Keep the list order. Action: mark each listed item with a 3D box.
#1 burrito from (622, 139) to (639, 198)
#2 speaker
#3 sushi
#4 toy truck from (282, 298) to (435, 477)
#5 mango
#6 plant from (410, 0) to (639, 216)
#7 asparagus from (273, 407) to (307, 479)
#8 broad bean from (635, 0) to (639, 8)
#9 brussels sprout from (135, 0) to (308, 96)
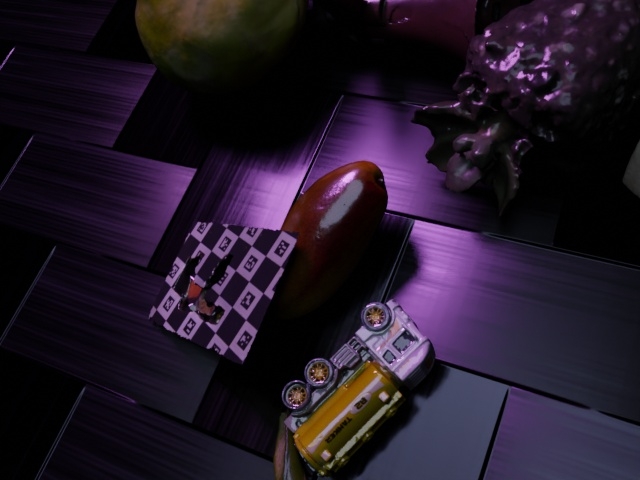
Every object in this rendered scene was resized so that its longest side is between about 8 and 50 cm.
[{"bbox_3d":[0.466,-0.153,0.907,0.060,0.087,0.225,16,99,-13],"label":"burrito"},{"bbox_3d":[0.120,-0.345,1.080,0.330,0.198,0.259,8,36,26],"label":"speaker"},{"bbox_3d":[-0.141,0.072,1.015,0.280,0.043,0.192,7,69,48],"label":"sushi"},{"bbox_3d":[0.051,0.191,0.890,0.227,0.098,0.114,-45,63,-5],"label":"toy truck"},{"bbox_3d":[0.000,0.000,0.990,0.133,0.111,0.267,38,95,28],"label":"mango"},{"bbox_3d":[0.286,-0.188,0.941,0.312,0.213,0.215,-37,61,-5],"label":"plant"},{"bbox_3d":[-0.039,0.306,0.890,0.045,0.041,0.178,-24,57,13],"label":"asparagus"},{"bbox_3d":[0.465,-0.392,1.081,0.207,0.072,0.153,32,79,17],"label":"broad bean"},{"bbox_3d":[-0.164,-0.407,1.148,0.344,0.268,0.344,-35,46,46],"label":"brussels sprout"}]
